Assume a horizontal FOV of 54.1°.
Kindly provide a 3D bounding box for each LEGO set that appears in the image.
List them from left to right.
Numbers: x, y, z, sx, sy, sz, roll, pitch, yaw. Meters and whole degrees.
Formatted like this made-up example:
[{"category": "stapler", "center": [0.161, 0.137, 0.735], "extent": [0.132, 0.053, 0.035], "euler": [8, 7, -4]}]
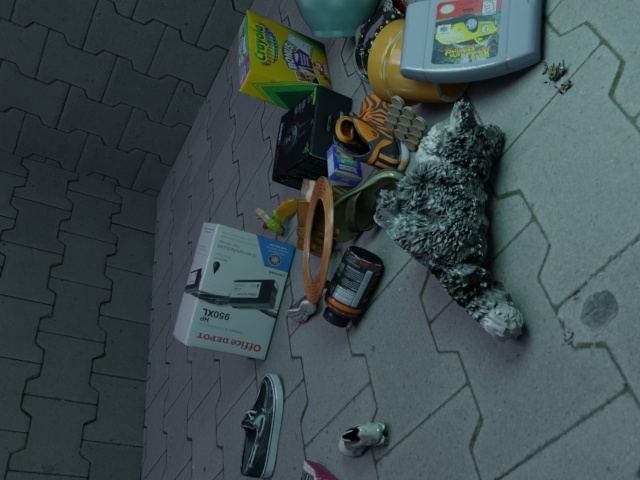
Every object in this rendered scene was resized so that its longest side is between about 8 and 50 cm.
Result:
[{"category": "LEGO set", "center": [0.456, -0.316, 1.205], "extent": [0.054, 0.023, 0.083], "euler": [-39, 55, 52]}]

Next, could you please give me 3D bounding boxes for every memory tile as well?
[{"category": "memory tile", "center": [0.207, -0.285, 1.535], "extent": [0.012, 0.113, 0.148], "euler": [-43, -10, -16]}]

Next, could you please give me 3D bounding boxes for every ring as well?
[{"category": "ring", "center": [0.000, 0.000, 1.648], "extent": [0.336, 0.032, 0.337], "euler": [-174, 90, -79]}]

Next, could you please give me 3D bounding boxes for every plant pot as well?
[{"category": "plant pot", "center": [0.054, -0.750, 1.993], "extent": [0.293, 0.292, 0.197], "euler": [-135, 39, -61]}, {"category": "plant pot", "center": [0.248, -0.409, 1.486], "extent": [0.188, 0.205, 0.205], "euler": [32, 104, 48]}]

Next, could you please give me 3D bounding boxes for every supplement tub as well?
[{"category": "supplement tub", "center": [0.076, 0.120, 1.589], "extent": [0.198, 0.106, 0.106], "euler": [-65, 27, 16]}]

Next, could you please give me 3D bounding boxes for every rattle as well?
[{"category": "rattle", "center": [-0.157, -0.099, 2.217], "extent": [0.143, 0.130, 0.200], "euler": [-62, 0, -2]}]

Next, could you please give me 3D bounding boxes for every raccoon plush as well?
[{"category": "raccoon plush", "center": [0.318, -0.056, 1.227], "extent": [0.299, 0.216, 0.446], "euler": [-50, 61, 14]}]

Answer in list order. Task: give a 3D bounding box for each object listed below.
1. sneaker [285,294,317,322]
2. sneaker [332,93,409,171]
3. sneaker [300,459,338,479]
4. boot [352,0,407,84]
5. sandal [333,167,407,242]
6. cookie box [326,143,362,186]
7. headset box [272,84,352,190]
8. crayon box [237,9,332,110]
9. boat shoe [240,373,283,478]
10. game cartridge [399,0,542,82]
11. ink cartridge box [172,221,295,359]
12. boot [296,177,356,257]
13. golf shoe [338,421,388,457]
[{"category": "sneaker", "center": [-0.046, 0.197, 1.859], "extent": [0.158, 0.061, 0.065], "euler": [-33, 20, 52]}, {"category": "sneaker", "center": [0.121, -0.313, 1.669], "extent": [0.125, 0.180, 0.321], "euler": [-55, 32, 32]}, {"category": "sneaker", "center": [-0.006, 0.597, 1.519], "extent": [0.170, 0.063, 0.075], "euler": [9, 83, 69]}, {"category": "boot", "center": [0.177, -0.593, 1.836], "extent": [0.178, 0.085, 0.237], "euler": [-36, 44, 48]}, {"category": "sandal", "center": [0.110, -0.078, 1.613], "extent": [0.303, 0.120, 0.086], "euler": [-41, 30, 46]}, {"category": "cookie box", "center": [0.068, -0.217, 1.818], "extent": [0.040, 0.091, 0.107], "euler": [-48, 36, 46]}, {"category": "headset box", "center": [-0.024, -0.325, 2.016], "extent": [0.283, 0.131, 0.247], "euler": [-22, 56, 57]}, {"category": "crayon box", "center": [-0.127, -0.609, 2.178], "extent": [0.106, 0.312, 0.363], "euler": [-50, 35, 39]}, {"category": "boat shoe", "center": [-0.183, 0.540, 1.848], "extent": [0.108, 0.102, 0.302], "euler": [-26, 53, 56]}, {"category": "game cartridge", "center": [0.315, -0.433, 1.333], "extent": [0.294, 0.060, 0.196], "euler": [-1, 75, 26]}, {"category": "ink cartridge box", "center": [-0.283, 0.167, 2.056], "extent": [0.166, 0.285, 0.395], "euler": [8, 83, 63]}, {"category": "boot", "center": [0.026, -0.052, 1.795], "extent": [0.283, 0.109, 0.220], "euler": [16, 103, 43]}, {"category": "golf shoe", "center": [0.075, 0.446, 1.423], "extent": [0.176, 0.085, 0.069], "euler": [-45, 40, 47]}]
